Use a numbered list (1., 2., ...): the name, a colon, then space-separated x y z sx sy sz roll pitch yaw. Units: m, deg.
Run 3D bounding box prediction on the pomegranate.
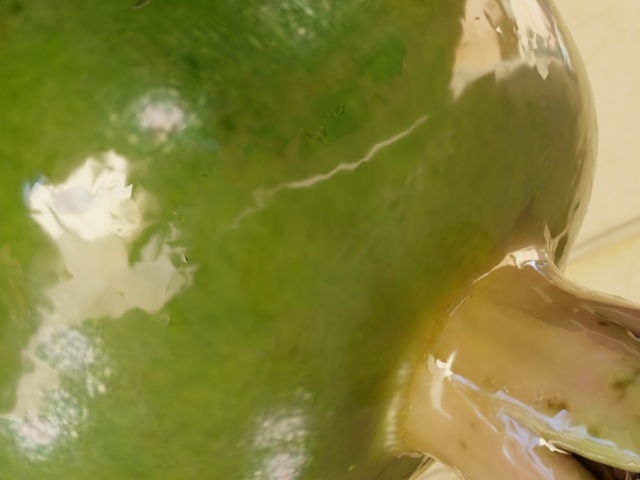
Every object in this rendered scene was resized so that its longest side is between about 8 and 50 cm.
1. pomegranate: 0.000 0.001 0.387 0.187 0.225 0.187 -40 -30 -29
